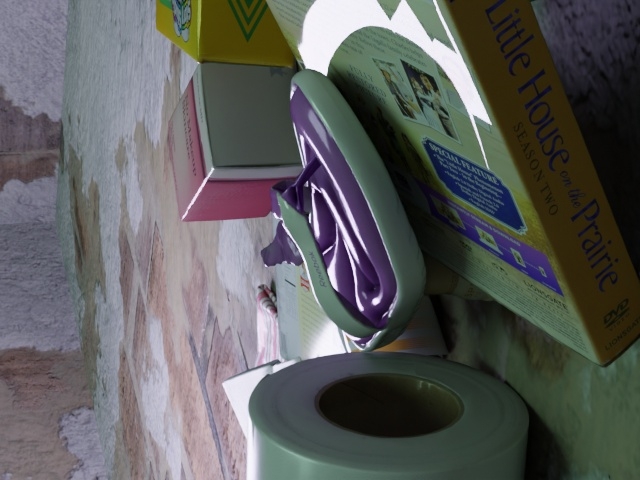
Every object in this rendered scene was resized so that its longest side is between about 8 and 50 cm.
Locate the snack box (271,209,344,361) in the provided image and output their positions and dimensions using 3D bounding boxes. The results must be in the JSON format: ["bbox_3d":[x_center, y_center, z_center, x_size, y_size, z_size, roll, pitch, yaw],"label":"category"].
[{"bbox_3d":[0.017,0.072,1.844,0.322,0.060,0.187,-151,57,-71],"label":"snack box"}]

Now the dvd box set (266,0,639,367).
[{"bbox_3d":[0.066,-0.126,1.174,0.307,0.062,0.420,35,159,51],"label":"dvd box set"}]

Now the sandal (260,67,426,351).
[{"bbox_3d":[0.008,0.012,1.348,0.169,0.102,0.416,55,170,23],"label":"sandal"}]

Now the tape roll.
[{"bbox_3d":[0.056,0.219,1.432,0.246,0.246,0.169,-131,40,-63],"label":"tape roll"}]

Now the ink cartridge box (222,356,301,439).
[{"bbox_3d":[-0.022,0.228,1.966,0.225,0.056,0.181,-26,87,59],"label":"ink cartridge box"}]

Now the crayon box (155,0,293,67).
[{"bbox_3d":[-0.100,-0.354,1.692,0.363,0.106,0.313,-133,43,-73],"label":"crayon box"}]

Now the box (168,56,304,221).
[{"bbox_3d":[-0.110,-0.127,2.105,0.232,0.127,0.148,132,132,-68],"label":"box"}]

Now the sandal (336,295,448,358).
[{"bbox_3d":[0.081,0.122,1.597,0.076,0.102,0.265,180,77,-72],"label":"sandal"}]

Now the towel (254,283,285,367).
[{"bbox_3d":[-0.061,0.161,2.183,0.197,0.029,0.144,-125,35,-60],"label":"towel"}]

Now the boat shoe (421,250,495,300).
[{"bbox_3d":[0.081,-0.040,1.513,0.341,0.110,0.121,-134,42,-64],"label":"boat shoe"}]
